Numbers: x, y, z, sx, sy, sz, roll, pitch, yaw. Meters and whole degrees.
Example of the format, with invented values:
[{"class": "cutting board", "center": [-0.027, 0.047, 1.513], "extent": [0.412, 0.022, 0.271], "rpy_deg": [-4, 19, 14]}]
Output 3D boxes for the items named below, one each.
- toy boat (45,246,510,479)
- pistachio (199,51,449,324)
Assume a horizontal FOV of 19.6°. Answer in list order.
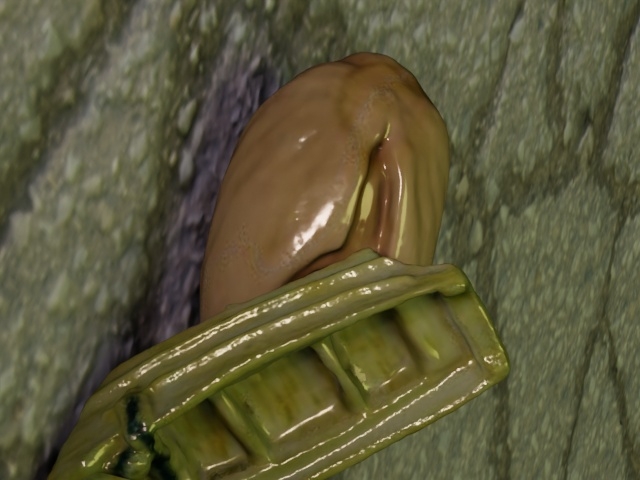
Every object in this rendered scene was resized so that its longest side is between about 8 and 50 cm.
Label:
[{"class": "toy boat", "center": [-0.034, 0.093, 1.053], "extent": [0.111, 0.276, 0.084], "rpy_deg": [60, 2, -36]}, {"class": "pistachio", "center": [0.000, 0.000, 1.128], "extent": [0.153, 0.138, 0.238], "rpy_deg": [-169, -88, -79]}]
